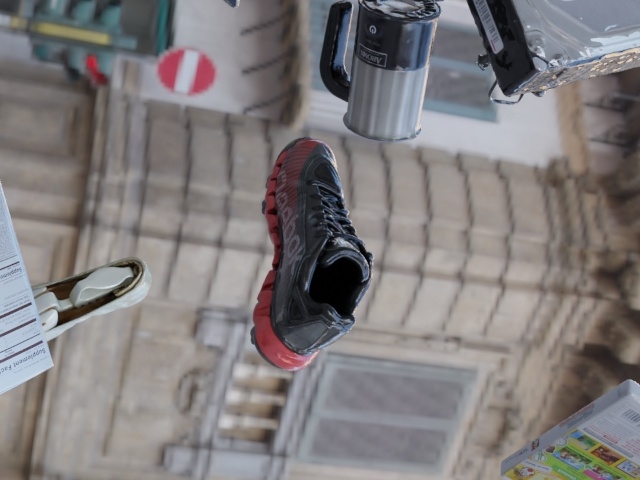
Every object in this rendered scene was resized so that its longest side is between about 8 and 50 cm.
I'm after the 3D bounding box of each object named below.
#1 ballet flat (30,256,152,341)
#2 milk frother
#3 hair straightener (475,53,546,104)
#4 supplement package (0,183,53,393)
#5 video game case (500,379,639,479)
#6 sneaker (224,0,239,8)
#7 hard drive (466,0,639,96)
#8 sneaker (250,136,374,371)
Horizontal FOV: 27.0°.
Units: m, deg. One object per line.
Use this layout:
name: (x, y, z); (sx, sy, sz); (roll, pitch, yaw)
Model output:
ballet flat: (-0.237, 0.053, 1.239); (0.057, 0.168, 0.052); (61, -19, 16)
milk frother: (0.084, -0.193, 1.371); (0.129, 0.143, 0.135); (43, -45, 44)
hair straightener: (0.214, -0.211, 1.479); (0.230, 0.089, 0.047); (68, 14, -69)
supplement package: (-0.363, 0.040, 1.102); (0.194, 0.149, 0.203); (-8, -79, 34)
video game case: (0.351, 0.257, 1.474); (0.206, 0.227, 0.026); (-43, -155, 39)
sneaker: (-0.037, -0.309, 1.376); (0.086, 0.192, 0.064); (63, -9, -19)
hard drive: (0.258, -0.262, 1.080); (0.064, 0.339, 0.237); (-39, -112, 63)
sneaker: (0.000, 0.000, 1.443); (0.135, 0.097, 0.276); (-26, -131, 44)
